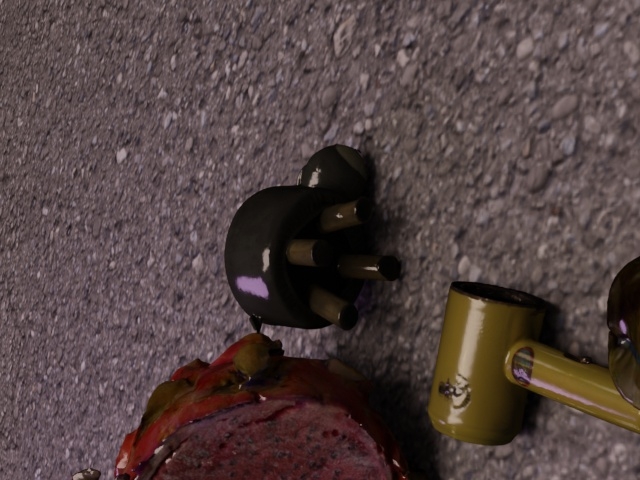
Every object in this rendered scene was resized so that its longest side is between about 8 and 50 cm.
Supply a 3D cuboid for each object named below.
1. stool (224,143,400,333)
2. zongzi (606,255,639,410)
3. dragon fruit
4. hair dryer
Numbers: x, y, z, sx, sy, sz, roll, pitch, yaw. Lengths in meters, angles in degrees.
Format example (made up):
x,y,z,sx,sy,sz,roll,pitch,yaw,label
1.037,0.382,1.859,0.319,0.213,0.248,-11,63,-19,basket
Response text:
x,y,z,sx,sy,sz,roll,pitch,yaw,label
-0.006,-0.004,1.189,0.139,0.153,0.227,2,81,45,stool
0.343,0.195,0.619,0.403,0.208,0.432,-4,94,62,zongzi
-0.071,0.224,1.177,0.296,0.314,0.263,-50,15,11,dragon fruit
0.206,0.130,0.923,0.279,0.090,0.134,18,100,50,hair dryer
